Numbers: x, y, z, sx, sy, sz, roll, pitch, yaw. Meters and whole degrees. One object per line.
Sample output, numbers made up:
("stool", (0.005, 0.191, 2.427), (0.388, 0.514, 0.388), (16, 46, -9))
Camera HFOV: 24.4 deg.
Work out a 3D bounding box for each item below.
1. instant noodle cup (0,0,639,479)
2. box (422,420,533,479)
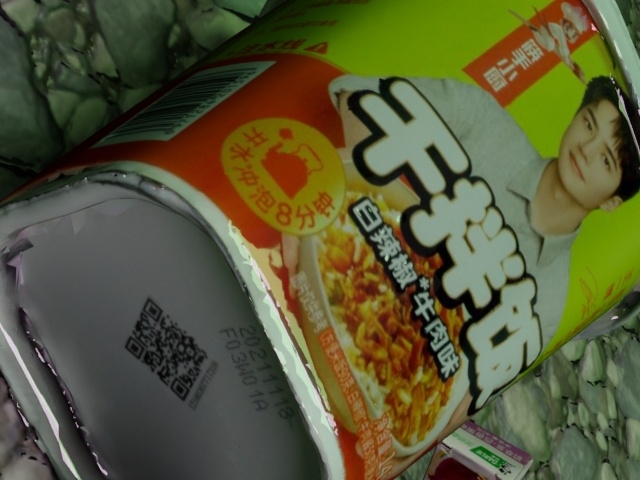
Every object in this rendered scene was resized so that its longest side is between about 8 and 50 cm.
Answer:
("instant noodle cup", (0.000, 0.000, 0.783), (0.308, 0.293, 0.294), (-35, 106, -44))
("box", (0.060, 0.195, 0.842), (0.041, 0.050, 0.207), (-36, 149, -54))
